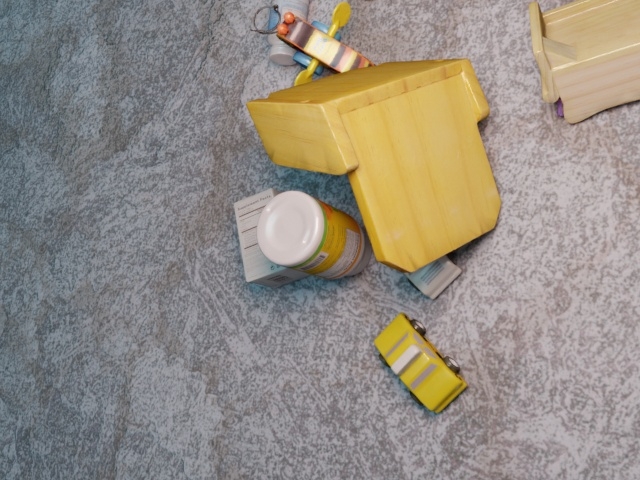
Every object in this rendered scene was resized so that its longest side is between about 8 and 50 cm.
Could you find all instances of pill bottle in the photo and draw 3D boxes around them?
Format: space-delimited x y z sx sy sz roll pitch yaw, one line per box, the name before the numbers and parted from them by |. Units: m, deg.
pill bottle | 0.000 0.000 1.287 0.136 0.245 0.136 -7 75 29
pill bottle | -0.075 -0.484 1.533 0.087 0.087 0.160 1 80 31

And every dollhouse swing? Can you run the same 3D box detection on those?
dollhouse swing | 0.111 -0.145 1.239 0.315 0.347 0.305 15 124 50

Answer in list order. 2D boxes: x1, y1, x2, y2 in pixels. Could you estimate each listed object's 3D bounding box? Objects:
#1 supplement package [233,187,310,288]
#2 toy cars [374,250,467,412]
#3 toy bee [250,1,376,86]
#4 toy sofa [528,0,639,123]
supplement package | -0.101 -0.003 1.431 0.105 0.105 0.179 -21 69 25
toy cars | 0.169 0.117 1.255 0.176 0.087 0.394 -7 75 29
toy bee | -0.029 -0.399 1.394 0.298 0.162 0.195 10 94 11
toy sofa | 0.543 -0.346 1.123 0.362 0.177 0.150 -14 48 28
